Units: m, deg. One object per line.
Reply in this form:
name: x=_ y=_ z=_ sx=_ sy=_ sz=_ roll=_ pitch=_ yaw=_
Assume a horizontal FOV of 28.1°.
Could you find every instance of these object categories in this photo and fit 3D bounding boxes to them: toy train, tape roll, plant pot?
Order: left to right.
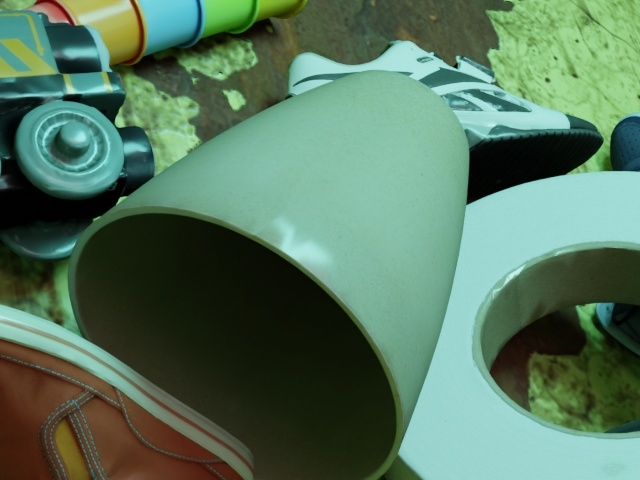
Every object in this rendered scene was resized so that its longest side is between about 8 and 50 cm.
toy train: x=-0.285 y=-0.078 z=0.894 sx=0.334 sy=0.142 sz=0.190 roll=-9 pitch=66 yaw=-28
plant pot: x=0.000 y=0.000 z=0.942 sx=0.256 sy=0.256 sz=0.274 roll=39 pitch=49 yaw=-1
tape roll: x=0.223 y=0.095 z=0.992 sx=0.392 sy=0.072 sz=0.392 roll=-6 pitch=42 yaw=6

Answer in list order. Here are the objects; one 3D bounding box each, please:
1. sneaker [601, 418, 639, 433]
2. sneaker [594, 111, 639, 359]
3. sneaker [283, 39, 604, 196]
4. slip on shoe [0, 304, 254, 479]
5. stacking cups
sneaker: x=0.322 y=0.199 z=1.090 sx=0.295 sy=0.178 sz=0.124 roll=-39 pitch=46 yaw=-5
sneaker: x=0.322 y=-0.003 z=1.242 sx=0.153 sy=0.099 sz=0.282 roll=-5 pitch=64 yaw=-35
sneaker: x=0.119 y=-0.125 z=1.192 sx=0.331 sy=0.122 sz=0.146 roll=1 pitch=60 yaw=-30
slip on shoe: x=-0.179 y=0.124 z=0.814 sx=0.331 sy=0.123 sz=0.101 roll=36 pitch=54 yaw=-33
stacking cups: x=-0.156 y=-0.202 z=1.118 sx=0.316 sy=0.096 sz=0.096 roll=-25 pitch=73 yaw=-35
